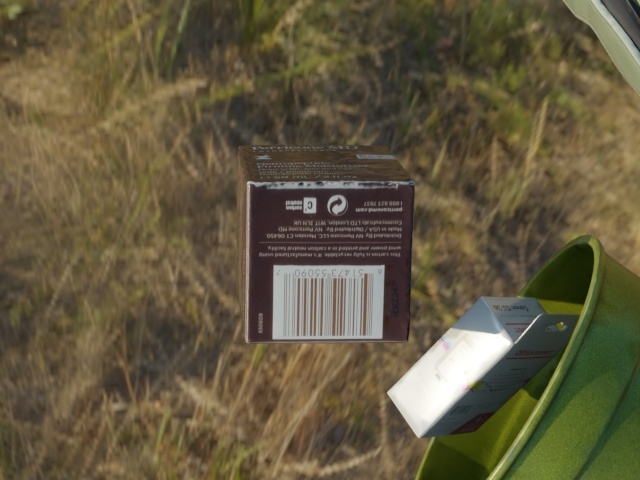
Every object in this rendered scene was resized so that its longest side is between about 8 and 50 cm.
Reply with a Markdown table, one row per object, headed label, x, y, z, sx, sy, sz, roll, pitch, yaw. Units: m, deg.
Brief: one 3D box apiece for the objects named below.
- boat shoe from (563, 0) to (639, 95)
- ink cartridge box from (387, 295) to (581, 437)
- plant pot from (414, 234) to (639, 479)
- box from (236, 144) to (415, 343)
| label | x | y | z | sx | sy | sz | roll | pitch | yaw |
| --- | --- | --- | --- | --- | --- | --- | --- | --- | --- |
| boat shoe | 0.325 | -0.231 | 1.805 | 0.068 | 0.081 | 0.228 | -31 | 68 | -5 |
| ink cartridge box | 0.179 | 0.120 | 1.808 | 0.198 | 0.115 | 0.067 | -47 | 62 | 26 |
| plant pot | 0.332 | 0.242 | 1.786 | 0.353 | 0.366 | 0.366 | 31 | 71 | -5 |
| box | 0.000 | 0.000 | 1.758 | 0.168 | 0.203 | 0.167 | -1 | 104 | -6 |
